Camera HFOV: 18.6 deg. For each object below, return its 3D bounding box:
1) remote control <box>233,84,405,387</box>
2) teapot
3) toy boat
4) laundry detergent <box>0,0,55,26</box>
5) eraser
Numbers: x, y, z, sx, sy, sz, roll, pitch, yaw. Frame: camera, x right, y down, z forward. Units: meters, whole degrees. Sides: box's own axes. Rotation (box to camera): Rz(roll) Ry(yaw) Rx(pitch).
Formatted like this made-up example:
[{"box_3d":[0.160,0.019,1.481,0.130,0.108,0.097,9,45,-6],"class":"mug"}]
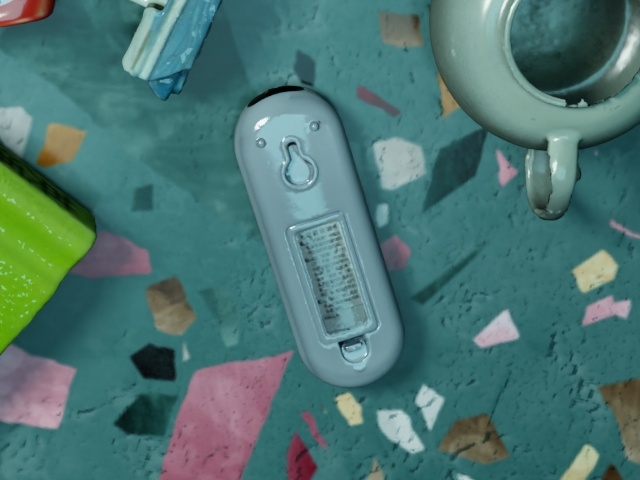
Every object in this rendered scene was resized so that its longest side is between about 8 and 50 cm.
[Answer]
[{"box_3d":[0.000,0.000,1.499,0.087,0.047,0.244,-17,104,3],"class":"remote control"},{"box_3d":[0.177,-0.157,1.428,0.193,0.129,0.294,1,105,-4],"class":"teapot"},{"box_3d":[-0.106,-0.214,1.410,0.102,0.088,0.215,24,103,-7],"class":"toy boat"},{"box_3d":[-0.246,-0.237,1.415,0.097,0.049,0.165,-8,103,1],"class":"laundry detergent"},{"box_3d":[-0.334,-0.017,1.435,0.274,0.092,0.210,40,98,-19],"class":"eraser"}]
